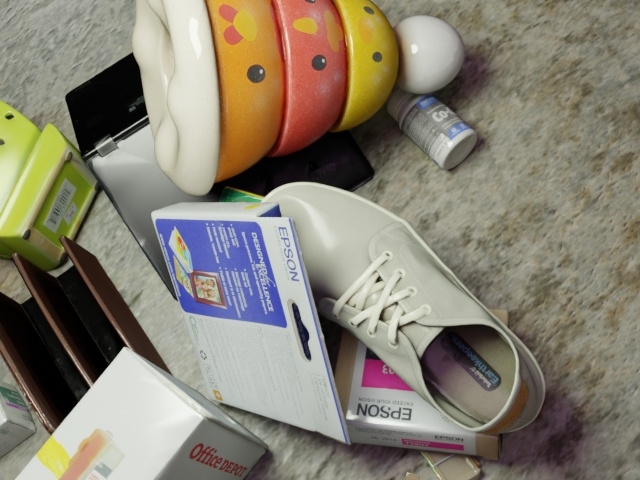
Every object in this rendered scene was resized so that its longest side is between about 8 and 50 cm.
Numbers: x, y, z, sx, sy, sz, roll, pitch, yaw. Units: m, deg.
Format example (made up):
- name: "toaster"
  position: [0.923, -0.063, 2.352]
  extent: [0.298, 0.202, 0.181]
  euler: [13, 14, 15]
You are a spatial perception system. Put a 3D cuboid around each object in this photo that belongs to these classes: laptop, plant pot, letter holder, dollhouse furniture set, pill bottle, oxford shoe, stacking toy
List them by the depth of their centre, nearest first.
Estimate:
- name: "oxford shoe"
  position: [0.092, 0.077, 1.121]
  extent: [0.449, 0.130, 0.169]
  euler: [40, 103, 14]
- name: "dollhouse furniture set"
  position: [0.144, 0.336, 1.233]
  extent: [0.152, 0.058, 0.076]
  euler: [-25, 58, -18]
- name: "stacking toy"
  position: [-0.011, -0.267, 1.282]
  extent: [0.480, 0.350, 0.350]
  euler: [-10, 66, -19]
- name: "letter holder"
  position: [-0.370, 0.140, 1.314]
  extent: [0.152, 0.214, 0.302]
  euler: [-37, 66, -3]
- name: "pill bottle"
  position: [0.172, -0.182, 1.390]
  extent: [0.078, 0.078, 0.137]
  euler: [-41, 67, -5]
- name: "plant pot"
  position: [-0.500, -0.087, 1.429]
  extent: [0.207, 0.227, 0.228]
  euler: [19, 75, 12]
- name: "laptop"
  position: [-0.187, -0.183, 1.503]
  extent: [0.382, 0.236, 0.408]
  euler: [-32, 38, -1]

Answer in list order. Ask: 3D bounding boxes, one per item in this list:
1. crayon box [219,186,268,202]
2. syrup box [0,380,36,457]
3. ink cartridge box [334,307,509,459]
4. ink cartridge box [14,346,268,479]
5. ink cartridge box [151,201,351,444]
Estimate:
- name: "crayon box"
  position: [0.000, 0.000, 1.295]
  extent: [0.278, 0.165, 0.081]
  euler: [17, 93, 14]
- name: "syrup box"
  position: [-0.569, 0.316, 1.358]
  extent: [0.237, 0.093, 0.096]
  euler: [-37, 66, -3]
- name: "ink cartridge box"
  position: [0.141, 0.189, 1.239]
  extent: [0.235, 0.088, 0.193]
  euler: [3, 60, 13]
- name: "ink cartridge box"
  position: [-0.277, 0.362, 1.178]
  extent: [0.160, 0.279, 0.384]
  euler: [35, 80, 23]
- name: "ink cartridge box"
  position: [-0.080, 0.097, 1.179]
  extent: [0.307, 0.303, 0.072]
  euler: [3, 23, 46]
